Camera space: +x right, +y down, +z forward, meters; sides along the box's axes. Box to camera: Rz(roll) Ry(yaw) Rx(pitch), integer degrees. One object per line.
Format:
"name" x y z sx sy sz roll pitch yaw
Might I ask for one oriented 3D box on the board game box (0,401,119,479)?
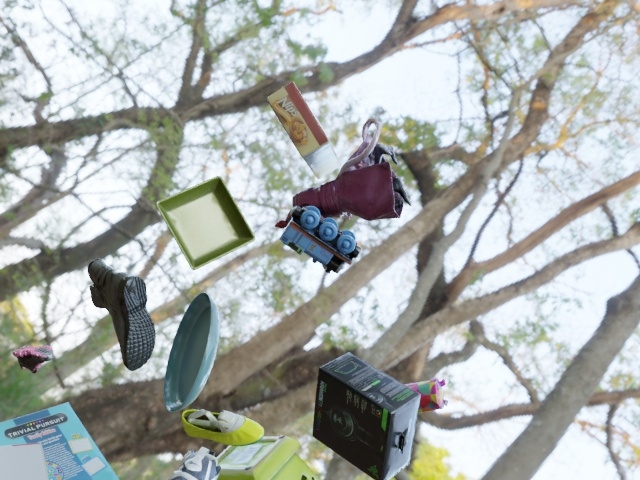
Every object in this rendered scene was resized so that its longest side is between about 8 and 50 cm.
"board game box" -0.700 0.608 2.026 0.336 0.253 0.079 47 -62 22

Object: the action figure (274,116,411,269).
"action figure" 0.039 -0.111 2.035 0.248 0.369 0.276 -92 159 -55

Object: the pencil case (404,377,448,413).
"pencil case" 0.272 0.490 2.373 0.236 0.104 0.105 -14 -67 20

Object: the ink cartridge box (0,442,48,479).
"ink cartridge box" -0.697 0.546 1.690 0.176 0.128 0.127 -46 -126 34

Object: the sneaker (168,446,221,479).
"sneaker" -0.268 0.535 1.658 0.094 0.153 0.235 15 -47 18

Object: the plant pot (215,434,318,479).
"plant pot" -0.150 0.602 1.854 0.227 0.228 0.207 -11 -78 32

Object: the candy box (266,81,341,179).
"candy box" -0.037 -0.284 2.049 0.183 0.087 0.316 59 4 9

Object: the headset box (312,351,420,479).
"headset box" 0.129 0.489 2.109 0.283 0.131 0.247 27 -57 36

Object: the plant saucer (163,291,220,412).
"plant saucer" -0.331 0.293 2.001 0.043 0.318 0.317 19 -18 -23

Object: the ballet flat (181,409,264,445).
"ballet flat" -0.245 0.445 1.855 0.230 0.077 0.077 -2 -58 32

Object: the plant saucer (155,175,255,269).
"plant saucer" -0.281 -0.039 1.867 0.188 0.188 0.045 60 -30 4

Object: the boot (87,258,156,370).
"boot" -0.468 0.169 1.790 0.161 0.083 0.247 17 -64 38

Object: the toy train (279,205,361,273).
"toy train" 0.000 0.000 1.726 0.184 0.105 0.080 34 13 -5

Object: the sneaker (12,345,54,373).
"sneaker" -0.616 0.260 1.664 0.119 0.047 0.057 -5 -80 36
